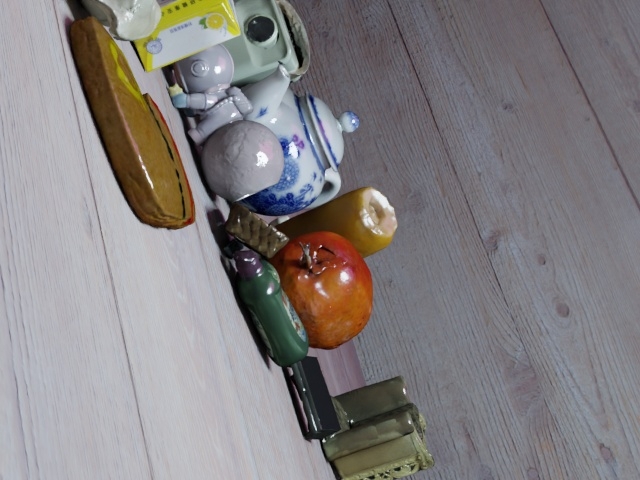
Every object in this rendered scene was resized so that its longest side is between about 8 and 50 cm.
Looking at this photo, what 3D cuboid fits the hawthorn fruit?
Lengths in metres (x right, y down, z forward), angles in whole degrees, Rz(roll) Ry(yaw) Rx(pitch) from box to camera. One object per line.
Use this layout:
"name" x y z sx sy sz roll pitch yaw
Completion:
"hawthorn fruit" -0.011 0.076 2.153 0.299 0.211 0.211 77 -5 -68

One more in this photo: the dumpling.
"dumpling" -0.259 -0.322 1.556 0.199 0.118 0.136 -73 142 -59

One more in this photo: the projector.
"projector" -0.145 -0.365 2.303 0.177 0.242 0.164 42 31 -83

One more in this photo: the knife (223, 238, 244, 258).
"knife" -0.146 0.010 2.082 0.210 0.015 0.028 -68 144 -82

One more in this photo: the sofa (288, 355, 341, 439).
"sofa" -0.026 0.281 2.161 0.085 0.060 0.147 19 49 -63

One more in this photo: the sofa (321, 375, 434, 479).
"sofa" 0.102 0.358 2.396 0.258 0.200 0.182 -84 156 -77

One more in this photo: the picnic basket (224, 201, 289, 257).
"picnic basket" -0.111 -0.014 2.008 0.110 0.055 0.193 35 -3 -4

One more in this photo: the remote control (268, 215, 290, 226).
"remote control" -0.065 0.068 2.519 0.090 0.049 0.230 -36 -111 60

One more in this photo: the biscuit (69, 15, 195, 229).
"biscuit" -0.226 -0.144 1.531 0.277 0.052 0.262 36 35 -82

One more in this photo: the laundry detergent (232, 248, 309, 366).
"laundry detergent" -0.093 0.094 1.989 0.144 0.078 0.222 -113 178 -58

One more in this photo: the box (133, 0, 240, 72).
"box" -0.229 -0.398 1.917 0.265 0.168 0.097 -107 173 -50

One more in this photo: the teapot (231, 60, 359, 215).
"teapot" -0.061 -0.179 2.244 0.424 0.280 0.252 63 9 -57

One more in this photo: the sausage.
"sausage" -0.003 0.003 2.351 0.134 0.354 0.116 51 47 -13

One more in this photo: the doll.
"doll" -0.165 -0.212 2.050 0.151 0.150 0.287 -26 92 -86

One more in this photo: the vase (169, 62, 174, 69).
"vase" -0.252 -0.370 2.103 0.081 0.081 0.149 -98 171 -70
